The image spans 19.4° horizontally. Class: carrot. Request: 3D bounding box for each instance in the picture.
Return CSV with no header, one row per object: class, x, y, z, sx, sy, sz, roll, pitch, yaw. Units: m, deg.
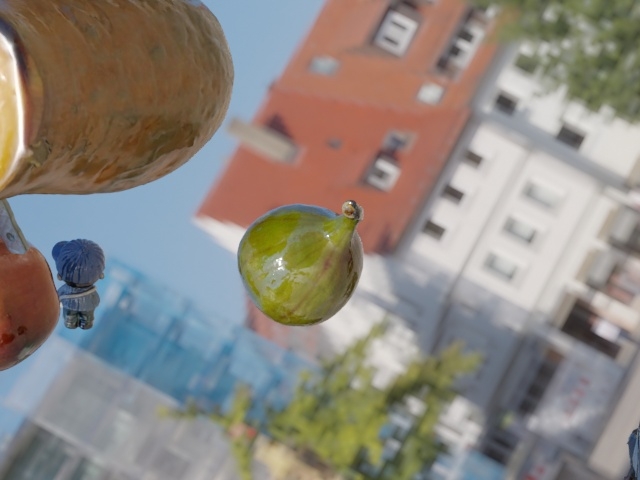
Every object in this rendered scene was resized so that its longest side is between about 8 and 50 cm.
carrot,-0.239,-0.150,1.791,0.340,0.224,0.224,-15,-46,-58

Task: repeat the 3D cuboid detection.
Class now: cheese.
cheese,-0.377,-0.063,2.124,0.037,0.097,0.192,-50,-49,-40

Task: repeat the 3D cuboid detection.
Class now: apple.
apple,-0.436,0.080,2.510,0.199,0.199,0.199,-60,-8,-15

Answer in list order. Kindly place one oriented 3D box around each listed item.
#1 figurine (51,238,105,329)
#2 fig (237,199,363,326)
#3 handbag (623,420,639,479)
figurine,-0.343,0.062,2.640,0.079,0.077,0.136,-101,15,-74
fig,0.000,0.000,1.817,0.124,0.124,0.236,-57,5,-32
handbag,0.470,0.338,2.369,0.181,0.181,0.254,-53,-37,-67
